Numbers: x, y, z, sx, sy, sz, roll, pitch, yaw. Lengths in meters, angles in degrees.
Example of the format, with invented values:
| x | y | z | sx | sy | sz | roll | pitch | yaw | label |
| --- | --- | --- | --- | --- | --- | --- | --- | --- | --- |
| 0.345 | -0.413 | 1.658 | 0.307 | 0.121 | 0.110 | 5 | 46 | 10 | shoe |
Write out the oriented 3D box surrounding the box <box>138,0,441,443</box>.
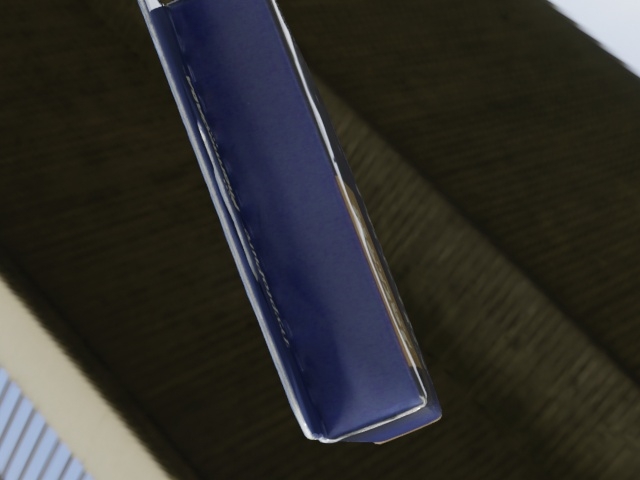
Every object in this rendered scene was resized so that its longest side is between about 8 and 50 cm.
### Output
| x | y | z | sx | sy | sz | roll | pitch | yaw | label |
| --- | --- | --- | --- | --- | --- | --- | --- | --- | --- |
| 0.000 | 0.000 | 0.421 | 0.225 | 0.036 | 0.136 | 47 | -158 | -79 | box |
